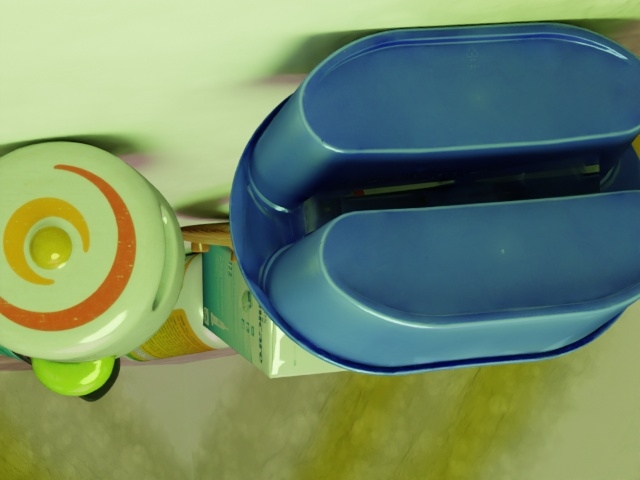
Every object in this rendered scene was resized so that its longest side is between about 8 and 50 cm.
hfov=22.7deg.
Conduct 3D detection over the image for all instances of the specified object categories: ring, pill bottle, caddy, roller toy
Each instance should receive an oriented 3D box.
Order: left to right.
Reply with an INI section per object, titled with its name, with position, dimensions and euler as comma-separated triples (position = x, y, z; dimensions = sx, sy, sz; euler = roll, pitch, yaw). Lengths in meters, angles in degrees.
[roller toy]
position = -0.223, 0.011, 1.404
dimensions = 0.191, 0.209, 0.146
euler = -42, 172, -1
[pill bottle]
position = -0.175, 0.088, 2.218
dimensions = 0.245, 0.136, 0.136
euler = -11, 171, 35
[ring]
position = 0.000, 0.000, 1.819
dimensions = 0.336, 0.032, 0.336
euler = 1, -175, 0
[caddy]
position = 0.105, -0.028, 1.203
dimensions = 0.341, 0.241, 0.179
euler = -4, 168, -13

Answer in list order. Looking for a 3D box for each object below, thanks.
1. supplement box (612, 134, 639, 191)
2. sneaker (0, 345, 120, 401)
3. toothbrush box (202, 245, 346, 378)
[supplement box]
position = 0.252, -0.069, 1.421
dimensions = 0.194, 0.129, 0.191
euler = 1, 170, -43
[sneaker]
position = -0.393, 0.092, 2.174
dimensions = 0.178, 0.124, 0.295
euler = 26, 154, 29
[toothbrush box]
position = -0.006, 0.068, 1.953
dimensions = 0.216, 0.126, 0.295
euler = -4, -169, -18
